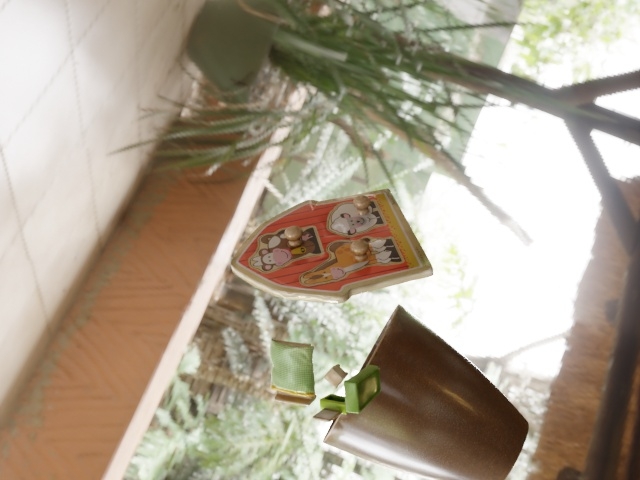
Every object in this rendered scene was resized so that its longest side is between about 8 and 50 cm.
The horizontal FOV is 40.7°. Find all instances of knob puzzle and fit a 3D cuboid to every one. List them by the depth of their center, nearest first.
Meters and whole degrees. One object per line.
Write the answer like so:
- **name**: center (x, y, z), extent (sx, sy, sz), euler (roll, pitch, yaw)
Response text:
- **knob puzzle**: center (0.000, 0.000, 0.905), extent (0.213, 0.213, 0.030), euler (-65, 152, -51)

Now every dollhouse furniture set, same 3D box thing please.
- **dollhouse furniture set**: center (-0.010, 0.165, 0.996), extent (0.059, 0.152, 0.076), euler (-24, 114, -56)

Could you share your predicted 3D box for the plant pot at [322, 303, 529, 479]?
- **plant pot**: center (0.155, 0.234, 1.171), extent (0.215, 0.231, 0.215), euler (-61, 175, -9)
